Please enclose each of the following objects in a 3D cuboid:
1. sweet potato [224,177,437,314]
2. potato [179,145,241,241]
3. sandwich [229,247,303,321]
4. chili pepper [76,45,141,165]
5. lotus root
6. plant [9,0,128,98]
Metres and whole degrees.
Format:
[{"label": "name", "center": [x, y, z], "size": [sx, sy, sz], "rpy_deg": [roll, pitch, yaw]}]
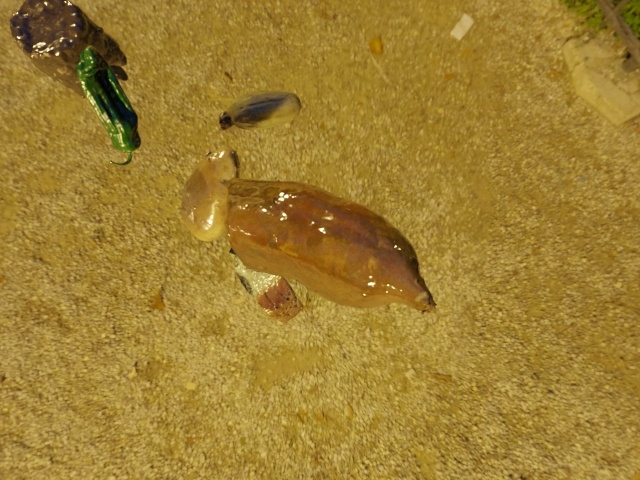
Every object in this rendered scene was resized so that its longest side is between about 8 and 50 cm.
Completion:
[{"label": "sweet potato", "center": [0.000, 0.000, 0.568], "size": [0.370, 0.158, 0.157], "rpy_deg": [17, 77, 30]}, {"label": "potato", "center": [-0.331, -0.146, 1.233], "size": [0.192, 0.141, 0.296], "rpy_deg": [33, 105, 39]}, {"label": "sandwich", "center": [-0.152, 0.088, 1.042], "size": [0.100, 0.288, 0.254], "rpy_deg": [-33, 78, -6]}, {"label": "chili pepper", "center": [-0.468, -0.297, 0.912], "size": [0.074, 0.257, 0.100], "rpy_deg": [-5, 38, 11]}, {"label": "lotus root", "center": [-0.131, -0.282, 0.879], "size": [0.183, 0.090, 0.077], "rpy_deg": [-14, 100, -12]}, {"label": "plant", "center": [-0.655, -0.500, 1.082], "size": [0.199, 0.276, 0.188], "rpy_deg": [30, 89, -1]}]
